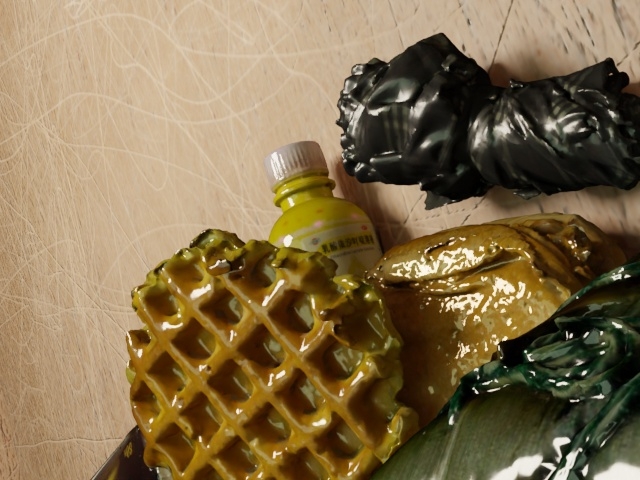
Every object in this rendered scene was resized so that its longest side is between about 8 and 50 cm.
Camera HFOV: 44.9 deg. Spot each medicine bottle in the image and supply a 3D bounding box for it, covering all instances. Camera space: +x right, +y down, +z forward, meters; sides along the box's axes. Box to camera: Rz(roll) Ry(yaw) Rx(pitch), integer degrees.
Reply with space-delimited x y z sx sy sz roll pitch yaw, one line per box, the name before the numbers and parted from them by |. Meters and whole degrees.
medicine bottle | 0.000 0.000 0.846 0.121 0.121 0.213 -31 73 49

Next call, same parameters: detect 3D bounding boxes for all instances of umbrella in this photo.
umbrella | 0.159 -0.106 0.639 0.336 0.128 0.154 -3 110 46

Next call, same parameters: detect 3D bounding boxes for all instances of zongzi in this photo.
zongzi | 0.255 0.158 0.420 0.319 0.383 0.362 -26 89 55

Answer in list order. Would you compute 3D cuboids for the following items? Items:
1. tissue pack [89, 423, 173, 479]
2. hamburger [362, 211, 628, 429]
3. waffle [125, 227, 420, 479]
tissue pack | -0.200 0.384 1.114 0.370 0.198 0.210 -49 57 45
hamburger | 0.154 0.128 0.652 0.318 0.158 0.319 13 107 51
waffle | -0.062 0.138 0.690 0.324 0.068 0.302 3 105 30
